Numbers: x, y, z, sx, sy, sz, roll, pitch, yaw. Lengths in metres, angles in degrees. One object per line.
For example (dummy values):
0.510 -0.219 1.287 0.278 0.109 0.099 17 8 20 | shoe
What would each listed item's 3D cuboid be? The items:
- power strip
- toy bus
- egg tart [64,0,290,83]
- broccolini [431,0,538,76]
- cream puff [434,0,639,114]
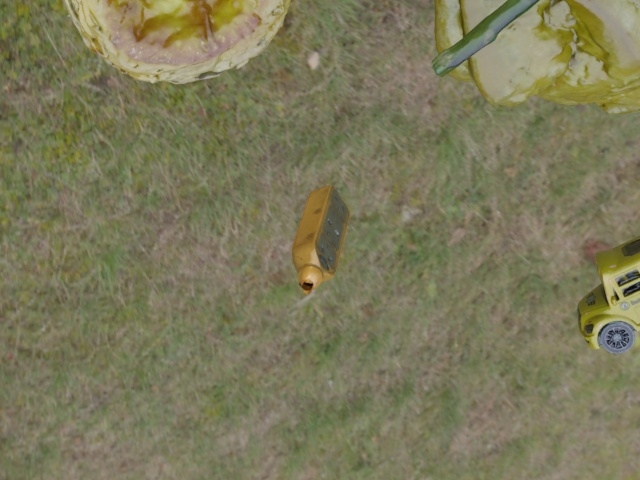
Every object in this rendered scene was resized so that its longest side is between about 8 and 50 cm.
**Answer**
0.000 0.000 0.969 0.028 0.178 0.049 -23 116 23 | power strip
0.584 0.058 1.591 0.331 0.145 0.151 -27 102 17 | toy bus
-0.165 -0.326 1.105 0.295 0.116 0.294 0 92 -4 | egg tart
0.188 -0.210 0.741 0.254 0.057 0.071 -41 89 28 | broccolini
0.263 -0.264 0.971 0.270 0.274 0.323 -33 115 -32 | cream puff
